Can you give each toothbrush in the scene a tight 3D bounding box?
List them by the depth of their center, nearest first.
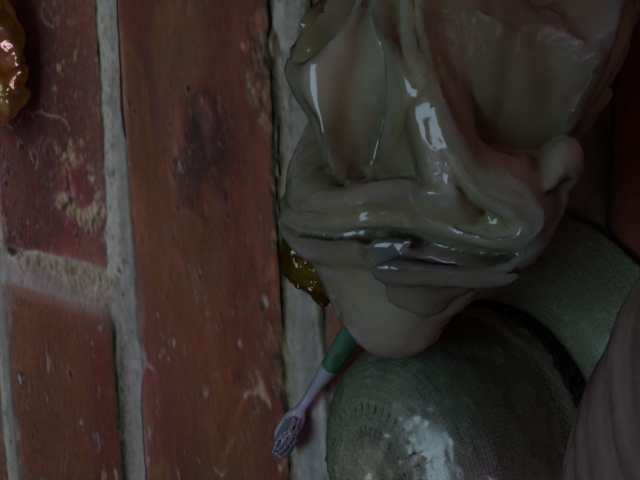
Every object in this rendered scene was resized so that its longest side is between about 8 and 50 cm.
[{"bbox_3d":[0.013,0.071,0.923,0.257,0.018,0.024,120,171,-45],"label":"toothbrush"}]

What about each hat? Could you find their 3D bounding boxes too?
[{"bbox_3d":[0.076,0.114,0.775,0.257,0.130,0.257,18,114,50],"label":"hat"}]

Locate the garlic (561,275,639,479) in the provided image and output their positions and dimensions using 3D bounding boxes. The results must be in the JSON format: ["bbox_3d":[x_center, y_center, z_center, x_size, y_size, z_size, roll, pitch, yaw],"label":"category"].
[{"bbox_3d":[0.214,0.102,0.460,0.317,0.259,0.317,17,132,20],"label":"garlic"}]

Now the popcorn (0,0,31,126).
[{"bbox_3d":[-0.343,-0.162,1.242,0.170,0.180,0.180,-99,16,-65],"label":"popcorn"}]

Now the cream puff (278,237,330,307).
[{"bbox_3d":[0.000,0.000,0.907,0.083,0.058,0.083,59,141,28],"label":"cream puff"}]

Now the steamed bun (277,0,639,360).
[{"bbox_3d":[0.048,-0.067,0.694,0.218,0.144,0.211,-43,20,56],"label":"steamed bun"}]
